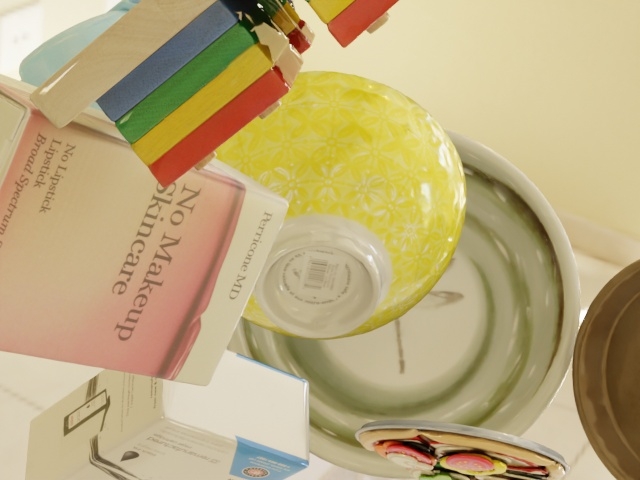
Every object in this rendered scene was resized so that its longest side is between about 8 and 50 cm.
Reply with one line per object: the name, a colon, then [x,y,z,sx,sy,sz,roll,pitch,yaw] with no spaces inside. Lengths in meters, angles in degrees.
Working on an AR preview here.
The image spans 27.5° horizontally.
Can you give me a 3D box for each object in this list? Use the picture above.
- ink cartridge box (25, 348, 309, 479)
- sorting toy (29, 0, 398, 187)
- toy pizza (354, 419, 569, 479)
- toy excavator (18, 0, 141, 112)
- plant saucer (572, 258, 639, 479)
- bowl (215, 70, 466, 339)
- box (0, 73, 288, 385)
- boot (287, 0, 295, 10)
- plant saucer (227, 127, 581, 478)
ink cartridge box: [-0.128,0.167,1.078,0.148,0.203,0.086,24,47,-33]
sorting toy: [-0.015,-0.151,0.764,0.089,0.255,0.257,51,14,-11]
toy pizza: [0.130,0.206,1.221,0.201,0.201,0.032,11,72,0]
toy excavator: [-0.337,-0.143,1.613,0.222,0.433,0.445,61,28,3]
plant saucer: [0.386,0.144,1.332,0.278,0.278,0.041,33,21,34]
bowl: [0.000,0.000,1.247,0.289,0.289,0.156,8,36,-5]
box: [-0.159,-0.007,0.851,0.127,0.148,0.232,28,7,40]
boot: [-0.068,-0.319,1.876,0.106,0.082,0.219,-24,67,-7]
plant saucer: [0.087,0.069,1.477,0.400,0.400,0.100,1,-15,-3]
